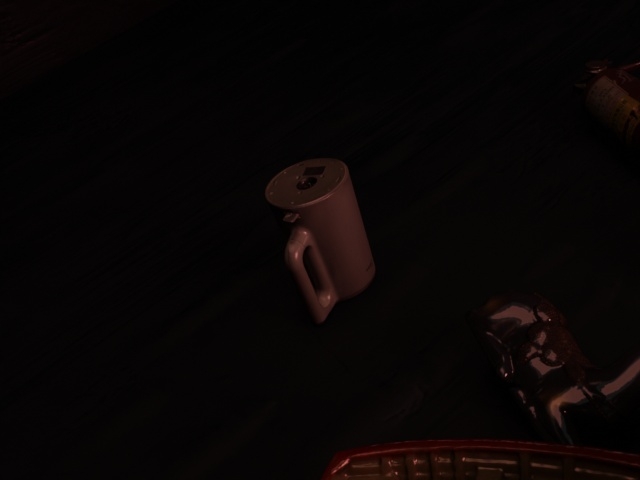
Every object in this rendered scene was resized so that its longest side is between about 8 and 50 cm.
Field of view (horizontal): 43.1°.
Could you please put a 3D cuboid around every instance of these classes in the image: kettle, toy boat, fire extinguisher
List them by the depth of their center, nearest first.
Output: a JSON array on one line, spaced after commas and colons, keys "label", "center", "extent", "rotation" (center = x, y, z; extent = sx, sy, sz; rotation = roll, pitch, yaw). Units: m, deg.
[{"label": "toy boat", "center": [0.176, 0.215, 0.599], "extent": [0.391, 0.079, 0.136], "rotation": [-3, 37, 27]}, {"label": "kettle", "center": [0.006, -0.003, 0.935], "extent": [0.098, 0.148, 0.127], "rotation": [-18, 33, 2]}, {"label": "fire extinguisher", "center": [0.395, -0.170, 1.028], "extent": [0.106, 0.075, 0.252], "rotation": [3, 30, -13]}]

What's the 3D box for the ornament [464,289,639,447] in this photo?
[{"label": "ornament", "center": [0.264, 0.063, 0.703], "extent": [0.236, 0.080, 0.202], "rotation": [-41, 40, 12]}]
